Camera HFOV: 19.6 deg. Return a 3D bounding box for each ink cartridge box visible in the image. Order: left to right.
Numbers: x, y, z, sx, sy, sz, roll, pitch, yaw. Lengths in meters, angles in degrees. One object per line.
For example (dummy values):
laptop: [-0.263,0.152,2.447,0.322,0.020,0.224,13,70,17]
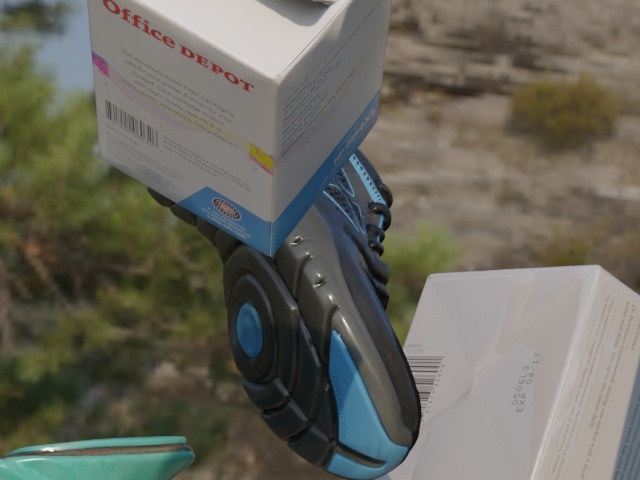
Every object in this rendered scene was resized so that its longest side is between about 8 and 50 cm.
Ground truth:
ink cartridge box: [-0.031,-0.082,0.747,0.092,0.090,0.143,31,-29,14]

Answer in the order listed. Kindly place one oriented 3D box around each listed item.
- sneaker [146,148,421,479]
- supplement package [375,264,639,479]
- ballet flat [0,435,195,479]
sneaker: [0.000,0.000,1.176,0.139,0.341,0.125,-3,-41,-30]
supplement package: [0.203,0.162,1.321,0.293,0.178,0.175,34,-23,-32]
ballet flat: [-0.196,0.163,1.129,0.247,0.087,0.083,2,-12,-23]
